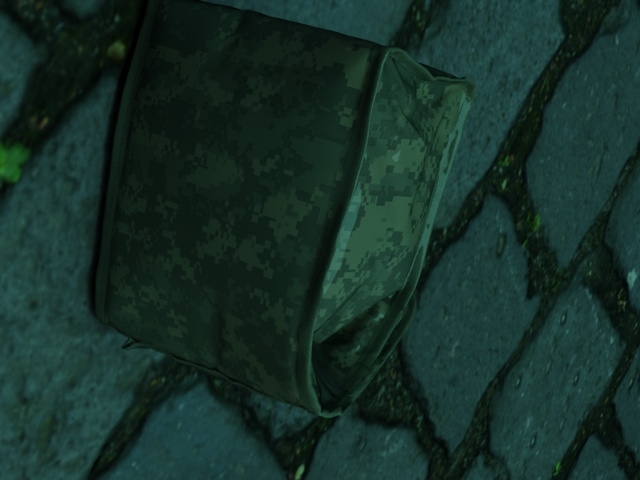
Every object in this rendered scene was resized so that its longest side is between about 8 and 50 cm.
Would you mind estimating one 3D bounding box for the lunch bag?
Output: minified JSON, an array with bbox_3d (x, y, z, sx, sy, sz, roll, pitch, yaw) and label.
[{"bbox_3d":[-0.040,-0.024,1.080,0.169,0.235,0.287,11,97,-57],"label":"lunch bag"}]
